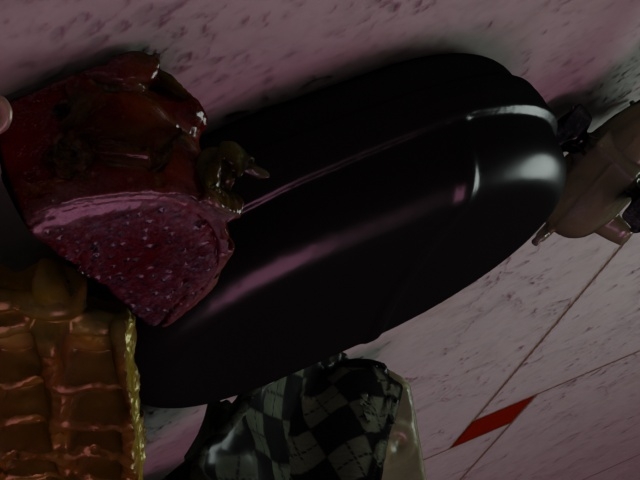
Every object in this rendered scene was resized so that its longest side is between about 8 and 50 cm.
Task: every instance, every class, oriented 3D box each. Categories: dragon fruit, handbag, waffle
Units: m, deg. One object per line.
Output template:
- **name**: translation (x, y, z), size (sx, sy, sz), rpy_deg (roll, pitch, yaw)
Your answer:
- **dragon fruit**: translation (-0.080, -0.033, 0.878), size (0.096, 0.102, 0.147), rpy_deg (-33, 157, 7)
- **handbag**: translation (0.000, 0.001, 1.081), size (0.308, 0.093, 0.254), rpy_deg (-21, 160, -20)
- **waffle**: translation (-0.203, 0.080, 0.964), size (0.219, 0.057, 0.229), rpy_deg (-1, 146, -2)
- **handbag**: translation (-0.124, 0.240, 1.323), size (0.416, 0.180, 0.316), rpy_deg (-42, -170, 27)

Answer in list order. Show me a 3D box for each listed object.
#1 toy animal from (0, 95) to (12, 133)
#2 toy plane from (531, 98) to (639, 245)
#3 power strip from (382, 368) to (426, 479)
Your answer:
- **toy animal**: translation (-0.181, -0.042, 0.722), size (0.114, 0.082, 0.091), rpy_deg (-31, 160, 11)
- **toy plane**: translation (0.218, -0.081, 1.197), size (0.108, 0.092, 0.286), rpy_deg (-42, 172, -33)
- **power strip**: translation (0.040, 0.238, 1.559), size (0.105, 0.256, 0.070), rpy_deg (-20, -157, -24)
